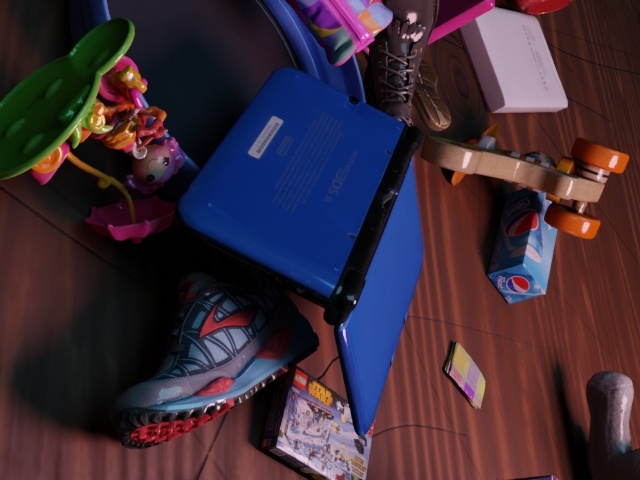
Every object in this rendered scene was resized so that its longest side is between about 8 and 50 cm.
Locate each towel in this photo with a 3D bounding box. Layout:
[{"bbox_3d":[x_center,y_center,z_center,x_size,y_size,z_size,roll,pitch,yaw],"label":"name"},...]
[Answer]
[{"bbox_3d":[0.199,0.184,1.155,0.083,0.009,0.060,50,39,-23],"label":"towel"}]

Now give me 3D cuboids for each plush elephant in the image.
[{"bbox_3d":[0.556,0.394,1.291,0.256,0.272,0.329,10,93,-34],"label":"plush elephant"}]

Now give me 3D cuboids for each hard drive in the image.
[{"bbox_3d":[0.368,-0.342,1.602,0.308,0.040,0.202,-12,82,-52],"label":"hard drive"}]

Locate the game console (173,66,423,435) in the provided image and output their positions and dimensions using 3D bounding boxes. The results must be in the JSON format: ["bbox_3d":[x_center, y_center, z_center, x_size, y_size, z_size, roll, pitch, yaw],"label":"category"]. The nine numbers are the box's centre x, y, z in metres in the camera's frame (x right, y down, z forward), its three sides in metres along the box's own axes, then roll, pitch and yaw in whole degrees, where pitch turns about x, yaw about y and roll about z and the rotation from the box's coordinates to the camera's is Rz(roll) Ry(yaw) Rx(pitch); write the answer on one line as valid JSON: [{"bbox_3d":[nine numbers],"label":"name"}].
[{"bbox_3d":[0.000,0.000,0.852,0.250,0.173,0.293,27,41,-1],"label":"game console"}]

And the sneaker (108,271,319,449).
[{"bbox_3d":[-0.111,0.095,0.763,0.125,0.104,0.262,59,28,4],"label":"sneaker"}]

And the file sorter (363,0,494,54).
[{"bbox_3d":[0.113,-0.436,1.203,0.182,0.202,0.290,35,48,-34],"label":"file sorter"}]

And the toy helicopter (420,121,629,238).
[{"bbox_3d":[0.273,-0.119,1.267,0.355,0.235,0.140,6,110,-41],"label":"toy helicopter"}]

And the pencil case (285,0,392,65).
[{"bbox_3d":[-0.020,-0.307,0.933,0.236,0.104,0.104,45,42,-26],"label":"pencil case"}]

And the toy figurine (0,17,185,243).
[{"bbox_3d":[-0.176,-0.075,0.727,0.173,0.130,0.159,-50,133,-9],"label":"toy figurine"}]

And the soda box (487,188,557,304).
[{"bbox_3d":[0.331,0.002,1.361,0.071,0.067,0.210,50,40,-22],"label":"soda box"}]

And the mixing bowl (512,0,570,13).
[{"bbox_3d":[0.447,-0.513,1.681,0.181,0.182,0.098,-5,85,-52],"label":"mixing bowl"}]

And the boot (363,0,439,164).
[{"bbox_3d":[0.098,-0.183,1.049,0.262,0.091,0.228,94,0,-49],"label":"boot"}]

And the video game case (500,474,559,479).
[{"bbox_3d":[0.221,0.339,0.938,0.232,0.210,0.041,43,44,-30],"label":"video game case"}]

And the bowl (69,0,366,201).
[{"bbox_3d":[-0.099,-0.199,0.925,0.391,0.077,0.390,26,54,-42],"label":"bowl"}]

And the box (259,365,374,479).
[{"bbox_3d":[0.000,0.202,0.884,0.137,0.027,0.093,40,46,-32],"label":"box"}]

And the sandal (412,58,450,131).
[{"bbox_3d":[0.141,-0.219,1.247,0.072,0.049,0.180,15,43,-31],"label":"sandal"}]
